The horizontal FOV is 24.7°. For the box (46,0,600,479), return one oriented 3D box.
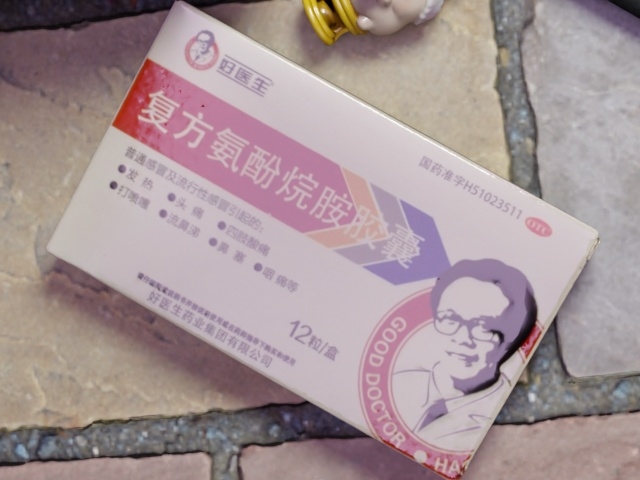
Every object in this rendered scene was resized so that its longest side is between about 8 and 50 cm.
[{"bbox_3d":[0.000,0.000,1.080,0.353,0.069,0.214,29,97,2],"label":"box"}]

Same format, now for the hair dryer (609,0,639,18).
[{"bbox_3d":[0.233,-0.268,1.042,0.173,0.050,0.195,32,94,1],"label":"hair dryer"}]

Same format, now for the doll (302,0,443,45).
[{"bbox_3d":[0.049,-0.186,1.048,0.127,0.084,0.073,-24,92,15],"label":"doll"}]
